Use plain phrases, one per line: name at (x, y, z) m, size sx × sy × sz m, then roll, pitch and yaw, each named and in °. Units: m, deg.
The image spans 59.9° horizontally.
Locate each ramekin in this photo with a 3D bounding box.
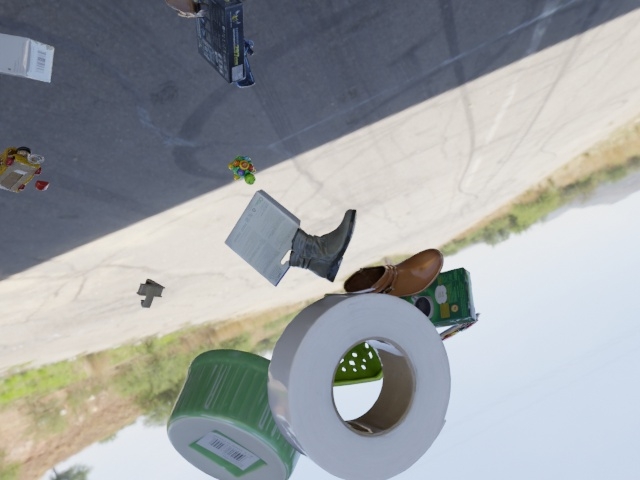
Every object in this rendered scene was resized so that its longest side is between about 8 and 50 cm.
ramekin at (-0.167, 0.380, 1.151) m, size 0.303 × 0.303 × 0.148 m, roll -29°, pitch -156°, yaw 37°

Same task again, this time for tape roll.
tape roll at (0.064, 0.225, 0.879) m, size 0.286 × 0.286 × 0.100 m, roll -22°, pitch -176°, yaw -25°

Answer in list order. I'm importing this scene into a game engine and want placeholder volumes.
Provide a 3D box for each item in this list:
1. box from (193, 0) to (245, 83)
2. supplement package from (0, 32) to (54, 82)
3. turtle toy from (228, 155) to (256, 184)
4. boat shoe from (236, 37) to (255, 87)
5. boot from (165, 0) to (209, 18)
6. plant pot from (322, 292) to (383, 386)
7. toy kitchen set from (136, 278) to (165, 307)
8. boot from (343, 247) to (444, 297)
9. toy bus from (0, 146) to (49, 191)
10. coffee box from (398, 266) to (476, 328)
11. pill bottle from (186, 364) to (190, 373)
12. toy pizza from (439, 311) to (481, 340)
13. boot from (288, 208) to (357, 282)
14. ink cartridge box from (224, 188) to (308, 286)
box at (-0.278, -0.577, 1.519) m, size 0.059 × 0.183 × 0.233 m, roll -29°, pitch 149°, yaw -26°
supplement package at (-0.860, -0.515, 1.550) m, size 0.179 × 0.105 × 0.105 m, roll 12°, pitch -171°, yaw 10°
turtle toy at (-0.297, -0.276, 2.175) m, size 0.095 × 0.130 × 0.066 m, roll -28°, pitch -178°, yaw -21°
boat shoe at (-0.309, -0.757, 2.252) m, size 0.089 × 0.258 × 0.109 m, roll -3°, pitch -155°, yaw -1°
boot at (-0.323, -0.552, 1.316) m, size 0.118 × 0.042 × 0.087 m, roll 0°, pitch -172°, yaw -36°
plant pot at (0.092, 0.279, 1.657) m, size 0.228 × 0.207 × 0.227 m, roll 4°, pitch 124°, yaw -32°
toy kitchen set at (-0.521, 0.154, 1.637) m, size 0.075 × 0.068 × 0.083 m, roll 22°, pitch -177°, yaw 33°
boot at (0.142, 0.066, 1.061) m, size 0.197 × 0.073 × 0.152 m, roll -37°, pitch 152°, yaw 7°
toy bus at (-0.951, -0.240, 1.736) m, size 0.202 × 0.104 × 0.191 m, roll -9°, pitch 154°, yaw -13°
coffee box at (0.233, 0.131, 1.183) m, size 0.184 × 0.113 × 0.040 m, roll -18°, pitch 150°, yaw 32°
pill bottle at (-0.444, 0.562, 2.100) m, size 0.117 × 0.117 × 0.215 m, roll -20°, pitch 130°, yaw -37°
toy pizza at (0.483, 0.314, 1.959) m, size 0.201 × 0.032 × 0.201 m, roll -27°, pitch 164°, yaw -8°
boot at (0.000, 0.000, 1.580) m, size 0.083 × 0.161 × 0.246 m, roll -62°, pitch 173°, yaw -62°
ink cartridge box at (-0.159, -0.006, 1.711) m, size 0.223 × 0.224 × 0.045 m, roll -53°, pitch 171°, yaw 26°
